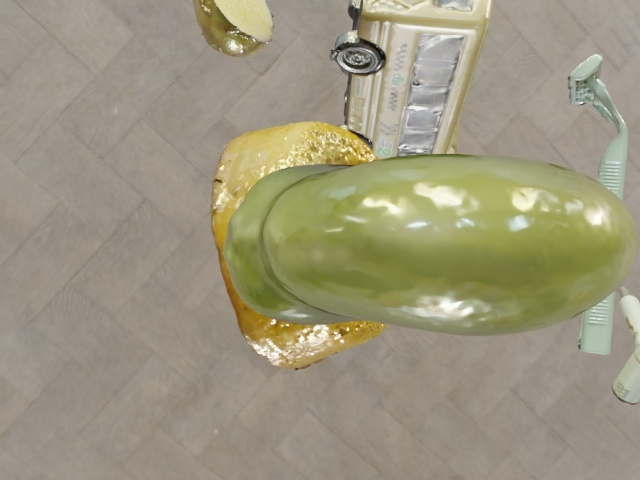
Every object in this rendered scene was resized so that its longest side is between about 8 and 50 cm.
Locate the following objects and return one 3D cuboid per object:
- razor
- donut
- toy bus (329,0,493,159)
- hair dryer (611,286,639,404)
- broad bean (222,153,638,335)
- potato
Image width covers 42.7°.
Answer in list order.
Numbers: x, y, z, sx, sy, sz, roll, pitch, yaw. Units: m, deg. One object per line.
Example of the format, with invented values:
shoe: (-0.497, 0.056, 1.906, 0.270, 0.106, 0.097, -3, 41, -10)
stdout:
razor: (0.273, -0.030, 0.793, 0.056, 0.111, 0.278, -2, 86, 17)
donut: (-0.001, -0.003, 0.895, 0.277, 0.108, 0.278, 21, 62, -46)
toy bus: (0.119, -0.245, 1.129, 0.201, 0.365, 0.177, 7, 66, 2)
hair dryer: (0.417, 0.095, 1.059, 0.044, 0.183, 0.155, 15, 131, -4)
broad bean: (0.067, 0.003, 0.573, 0.290, 0.238, 0.119, 0, 87, 20)
potato: (-0.155, -0.373, 1.322, 0.081, 0.200, 0.164, -34, 141, 30)
